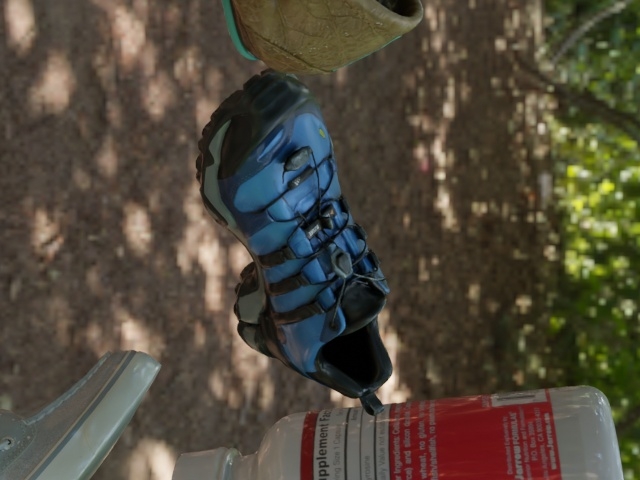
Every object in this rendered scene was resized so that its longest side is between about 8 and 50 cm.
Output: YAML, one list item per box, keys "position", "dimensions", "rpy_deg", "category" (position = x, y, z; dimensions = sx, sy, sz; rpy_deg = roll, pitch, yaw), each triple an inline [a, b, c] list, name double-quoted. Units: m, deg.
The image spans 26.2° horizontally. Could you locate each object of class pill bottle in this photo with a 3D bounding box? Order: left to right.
- position: [0.075, 0.266, 1.290]
  dimensions: [0.229, 0.408, 0.229]
  rpy_deg: [-7, 90, -83]
  category: "pill bottle"

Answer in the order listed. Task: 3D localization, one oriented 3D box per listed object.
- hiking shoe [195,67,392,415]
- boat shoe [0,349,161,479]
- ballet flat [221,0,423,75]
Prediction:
- position: [0.000, 0.000, 1.012]
  dimensions: [0.113, 0.132, 0.304]
  rpy_deg: [-43, 148, -23]
  category: "hiking shoe"
- position: [-0.177, 0.127, 0.725]
  dimensions: [0.227, 0.081, 0.079]
  rpy_deg: [-48, 176, -30]
  category: "boat shoe"
- position: [-0.017, -0.243, 0.673]
  dimensions: [0.116, 0.124, 0.342]
  rpy_deg: [-49, 131, -52]
  category: "ballet flat"
